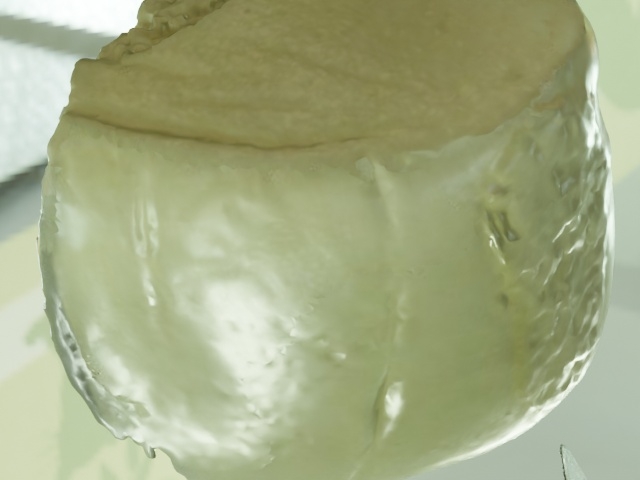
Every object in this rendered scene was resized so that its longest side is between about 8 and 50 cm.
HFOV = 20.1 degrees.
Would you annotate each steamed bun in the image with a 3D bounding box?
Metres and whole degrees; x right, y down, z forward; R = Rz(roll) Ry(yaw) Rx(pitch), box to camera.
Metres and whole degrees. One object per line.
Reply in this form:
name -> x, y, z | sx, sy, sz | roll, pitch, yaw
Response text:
steamed bun -> 0.000, 0.000, 0.931 | 0.273, 0.290, 0.272 | 18, -125, 37

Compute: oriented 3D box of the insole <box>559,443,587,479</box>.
insole -> 0.138, 0.162, 0.902 | 0.003, 0.080, 0.232 | -28, -170, 12
